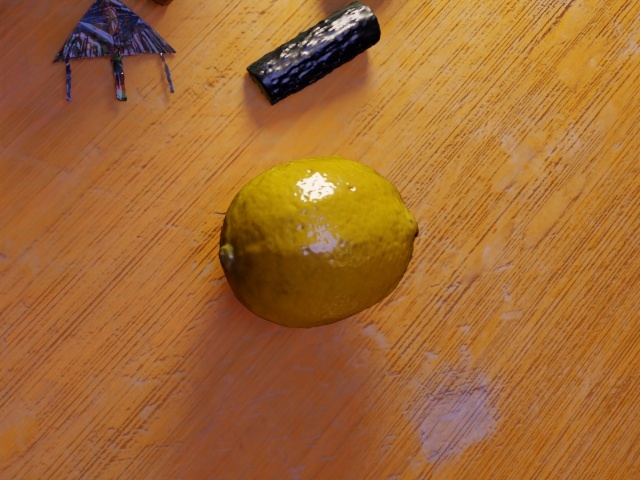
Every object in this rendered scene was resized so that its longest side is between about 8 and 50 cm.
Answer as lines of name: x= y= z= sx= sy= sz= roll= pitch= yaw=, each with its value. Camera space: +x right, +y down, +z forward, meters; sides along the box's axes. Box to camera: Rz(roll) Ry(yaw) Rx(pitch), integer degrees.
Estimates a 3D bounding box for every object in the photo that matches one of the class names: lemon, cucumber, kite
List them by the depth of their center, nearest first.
kite: x=-0.296 y=-0.277 z=1.372 sx=0.183 sy=0.010 sz=0.160 roll=-9 pitch=90 yaw=-26
lemon: x=0.000 y=0.000 z=1.375 sx=0.320 sy=0.245 sz=0.245 roll=-11 pitch=95 yaw=-29
cucumber: x=-0.006 y=-0.287 z=1.468 sx=0.211 sy=0.062 sz=0.078 roll=-35 pitch=104 yaw=-20

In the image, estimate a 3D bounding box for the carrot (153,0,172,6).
carrot: x=-0.311 y=-0.413 z=1.335 sx=0.260 sy=0.070 sz=0.070 roll=29 pitch=79 yaw=-21
